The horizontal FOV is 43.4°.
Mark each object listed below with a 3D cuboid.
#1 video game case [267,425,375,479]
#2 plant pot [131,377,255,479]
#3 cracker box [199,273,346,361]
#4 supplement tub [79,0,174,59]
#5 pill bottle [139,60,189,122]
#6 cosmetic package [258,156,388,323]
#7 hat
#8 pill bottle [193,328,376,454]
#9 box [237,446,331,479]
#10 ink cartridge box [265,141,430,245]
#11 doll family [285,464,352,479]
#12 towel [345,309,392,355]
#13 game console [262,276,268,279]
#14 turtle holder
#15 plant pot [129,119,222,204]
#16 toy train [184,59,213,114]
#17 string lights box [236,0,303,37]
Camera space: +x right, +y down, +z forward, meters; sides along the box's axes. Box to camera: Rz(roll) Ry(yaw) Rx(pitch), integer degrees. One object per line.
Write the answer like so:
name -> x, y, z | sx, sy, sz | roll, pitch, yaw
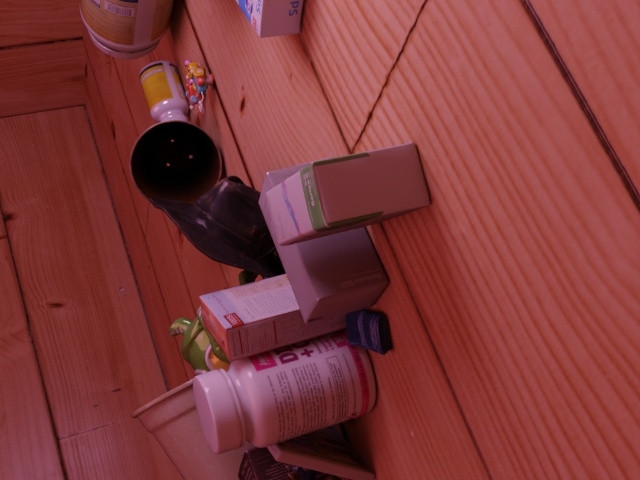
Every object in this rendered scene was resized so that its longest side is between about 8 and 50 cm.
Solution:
video game case -> -0.027, 0.370, 1.490 | 0.023, 0.212, 0.193 | -63, 30, 6
plant pot -> -0.261, 0.499, 2.053 | 0.305, 0.334, 0.334 | 61, 157, 7
cracker box -> -0.077, 0.123, 1.403 | 0.156, 0.232, 0.067 | -144, 45, -60
supplement tub -> -0.471, -0.610, 1.971 | 0.316, 0.228, 0.228 | 129, 124, -64
pill bottle -> -0.407, -0.374, 2.125 | 0.103, 0.103, 0.184 | 124, 130, -62
cosmetic package -> 0.000, 0.000, 1.284 | 0.238, 0.127, 0.107 | 65, 157, 24
hat -> -0.156, -0.045, 1.562 | 0.134, 0.331, 0.331 | -56, 35, 8
pill bottle -> -0.063, 0.259, 1.377 | 0.160, 0.283, 0.160 | 167, 90, -69
box -> -0.057, 0.532, 1.692 | 0.168, 0.167, 0.203 | 108, 143, -54
ink cartridge box -> 0.031, -0.060, 1.125 | 0.212, 0.154, 0.093 | 155, 100, -69
doll family -> 0.007, 0.448, 1.573 | 0.193, 0.111, 0.076 | 40, 174, 39
towel -> 0.075, 0.145, 1.312 | 0.119, 0.029, 0.067 | -175, 73, -68
game console -> -0.147, 0.050, 1.743 | 0.144, 0.085, 0.124 | -131, 34, -51
turtle holder -> -0.141, 0.201, 1.611 | 0.227, 0.243, 0.320 | 51, 149, 19
plant pot -> -0.360, -0.201, 2.009 | 0.230, 0.215, 0.215 | -128, 29, -74
toy train -> -0.284, -0.362, 1.906 | 0.166, 0.046, 0.125 | -136, 37, -60
string lights box -> -0.108, -0.467, 1.341 | 0.133, 0.077, 0.259 | 101, 148, -45
